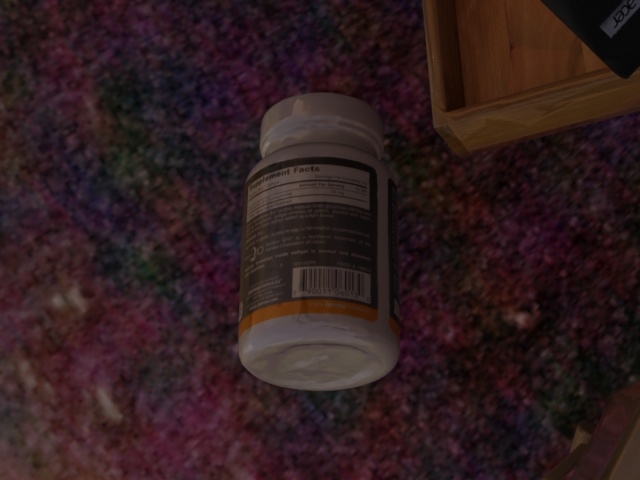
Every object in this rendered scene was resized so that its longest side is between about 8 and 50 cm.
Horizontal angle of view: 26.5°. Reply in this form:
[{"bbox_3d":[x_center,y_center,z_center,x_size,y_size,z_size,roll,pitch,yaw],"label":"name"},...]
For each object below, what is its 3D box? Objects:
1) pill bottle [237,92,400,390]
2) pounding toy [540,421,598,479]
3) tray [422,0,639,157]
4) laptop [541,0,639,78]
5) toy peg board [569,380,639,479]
[{"bbox_3d":[0.000,0.000,1.386,0.162,0.278,0.162,1,152,0],"label":"pill bottle"},{"bbox_3d":[0.277,0.258,1.236,0.206,0.181,0.094,-118,34,-61],"label":"pounding toy"},{"bbox_3d":[0.199,-0.294,1.298,0.203,0.411,0.076,-14,151,22],"label":"tray"},{"bbox_3d":[0.155,-0.267,0.676,0.136,0.264,0.234,20,137,-20],"label":"laptop"},{"bbox_3d":[0.111,0.139,0.482,0.079,0.160,0.161,27,174,10],"label":"toy peg board"}]
